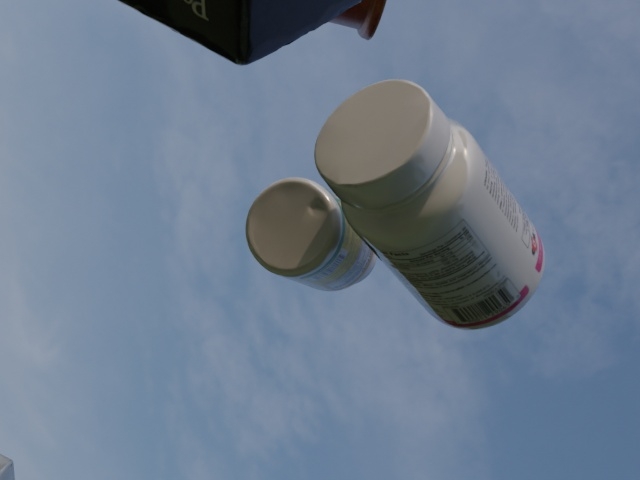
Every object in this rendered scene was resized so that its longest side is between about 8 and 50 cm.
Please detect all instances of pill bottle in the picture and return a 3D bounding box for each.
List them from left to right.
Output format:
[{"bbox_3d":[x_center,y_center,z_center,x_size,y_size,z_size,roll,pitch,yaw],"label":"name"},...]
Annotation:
[{"bbox_3d":[0.000,0.000,1.206,0.118,0.208,0.117,-4,-101,20],"label":"pill bottle"},{"bbox_3d":[0.121,-0.035,1.066,0.160,0.283,0.160,-19,-132,23],"label":"pill bottle"}]

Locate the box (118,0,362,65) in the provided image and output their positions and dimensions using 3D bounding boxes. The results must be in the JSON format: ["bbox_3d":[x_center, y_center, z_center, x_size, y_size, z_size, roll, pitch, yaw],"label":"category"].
[{"bbox_3d":[-0.096,-0.298,0.413,0.343,0.179,0.312,32,-39,27],"label":"box"}]

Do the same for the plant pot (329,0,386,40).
[{"bbox_3d":[-0.069,-0.329,0.864,0.272,0.265,0.272,-174,-90,-85],"label":"plant pot"}]

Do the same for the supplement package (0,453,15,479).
[{"bbox_3d":[-0.394,0.238,0.735,0.263,0.199,0.198,22,-49,12],"label":"supplement package"}]
